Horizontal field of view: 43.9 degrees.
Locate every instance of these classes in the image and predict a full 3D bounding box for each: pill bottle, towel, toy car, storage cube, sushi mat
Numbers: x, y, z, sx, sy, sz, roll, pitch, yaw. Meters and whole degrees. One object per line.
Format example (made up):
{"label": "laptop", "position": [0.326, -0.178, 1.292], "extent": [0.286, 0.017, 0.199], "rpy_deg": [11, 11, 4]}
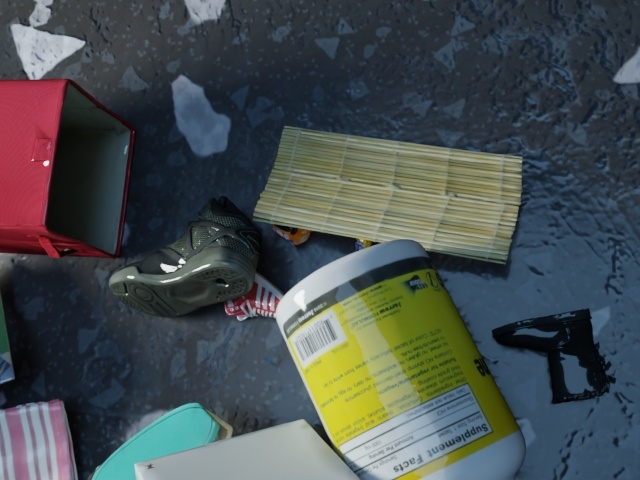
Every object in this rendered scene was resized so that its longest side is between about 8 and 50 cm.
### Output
{"label": "pill bottle", "position": [0.098, 0.182, 0.851], "extent": [0.188, 0.188, 0.334], "rpy_deg": [-27, 74, 6]}
{"label": "towel", "position": [-0.407, 0.285, 0.982], "extent": [0.197, 0.029, 0.144], "rpy_deg": [-10, 89, -11]}
{"label": "toy car", "position": [0.000, 0.000, 0.985], "extent": [0.122, 0.060, 0.040], "rpy_deg": [21, 126, 23]}
{"label": "storage cube", "position": [-0.376, -0.085, 1.024], "extent": [0.193, 0.183, 0.215], "rpy_deg": [2, 79, 14]}
{"label": "sushi mat", "position": [0.083, -0.061, 0.972], "extent": [0.317, 0.019, 0.151], "rpy_deg": [10, 58, 15]}

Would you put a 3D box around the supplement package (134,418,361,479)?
{"label": "supplement package", "position": [-0.068, 0.323, 0.803], "extent": [0.194, 0.149, 0.203], "rpy_deg": [-10, 107, -23]}

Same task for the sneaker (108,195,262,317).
{"label": "sneaker", "position": [-0.163, 0.022, 1.008], "extent": [0.228, 0.087, 0.130], "rpy_deg": [-17, 37, 33]}

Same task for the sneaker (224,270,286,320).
{"label": "sneaker", "position": [-0.072, 0.086, 0.988], "extent": [0.118, 0.042, 0.067], "rpy_deg": [37, 84, 25]}

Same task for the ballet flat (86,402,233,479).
{"label": "ballet flat", "position": [-0.243, 0.347, 0.933], "extent": [0.409, 0.147, 0.147], "rpy_deg": [-39, 72, 4]}

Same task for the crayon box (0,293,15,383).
{"label": "crayon box", "position": [-0.568, 0.132, 0.994], "extent": [0.323, 0.083, 0.203], "rpy_deg": [-20, 58, -7]}

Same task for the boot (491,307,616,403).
{"label": "boot", "position": [0.263, 0.135, 0.899], "extent": [0.121, 0.045, 0.099], "rpy_deg": [-12, 78, 10]}
